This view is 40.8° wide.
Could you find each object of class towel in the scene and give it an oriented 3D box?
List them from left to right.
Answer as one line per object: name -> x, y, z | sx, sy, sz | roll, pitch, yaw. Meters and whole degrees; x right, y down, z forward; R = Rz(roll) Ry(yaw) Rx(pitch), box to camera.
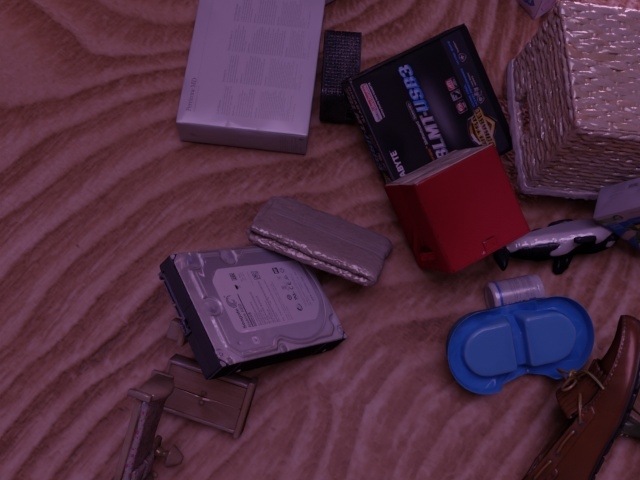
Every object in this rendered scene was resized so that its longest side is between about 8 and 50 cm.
towel -> 0.000, 0.000, 1.745 | 0.282, 0.049, 0.187 | 22, 28, 5

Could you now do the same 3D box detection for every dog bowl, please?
dog bowl -> 0.385, 0.199, 1.698 | 0.298, 0.074, 0.165 | -12, 97, -7

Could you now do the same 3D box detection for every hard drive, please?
hard drive -> -0.122, 0.121, 1.634 | 0.339, 0.064, 0.236 | -5, 60, -47

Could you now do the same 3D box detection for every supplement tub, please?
supplement tub -> 0.397, 0.111, 1.762 | 0.107, 0.071, 0.071 | -11, 70, -5

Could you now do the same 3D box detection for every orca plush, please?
orca plush -> 0.492, 0.030, 1.781 | 0.287, 0.151, 0.102 | -16, 106, -23

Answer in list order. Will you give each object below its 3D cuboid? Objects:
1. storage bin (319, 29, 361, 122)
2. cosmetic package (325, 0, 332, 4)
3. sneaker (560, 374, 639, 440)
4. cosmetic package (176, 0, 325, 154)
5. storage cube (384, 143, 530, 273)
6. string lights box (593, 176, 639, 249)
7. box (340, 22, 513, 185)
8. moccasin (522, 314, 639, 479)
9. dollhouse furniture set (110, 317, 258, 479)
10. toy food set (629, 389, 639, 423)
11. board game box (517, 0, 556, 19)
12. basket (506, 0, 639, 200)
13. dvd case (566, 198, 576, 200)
storage bin -> 0.044, -0.362, 1.904 | 0.085, 0.122, 0.180 | 3, 69, -1
cosmetic package -> 0.058, -0.817, 1.971 | 0.394, 0.329, 0.327 | -32, 74, -14
sneaker -> 0.557, 0.352, 1.685 | 0.192, 0.064, 0.086 | 38, 86, 8
cosmetic package -> -0.149, -0.391, 1.922 | 0.285, 0.097, 0.377 | 8, 68, -1
storage cube -> 0.269, -0.064, 1.730 | 0.215, 0.184, 0.193 | -26, 99, -12
string lights box -> 0.695, -0.028, 1.737 | 0.260, 0.133, 0.076 | 30, 66, -22
box -> 0.233, -0.268, 1.837 | 0.293, 0.073, 0.295 | -27, 101, -14
moccasin -> 0.492, 0.309, 1.603 | 0.147, 0.139, 0.379 | 25, 107, 16
dollhouse furniture set -> -0.233, 0.299, 1.500 | 0.174, 0.355, 0.303 | 17, 99, 5
toy food set -> 0.657, 0.322, 1.686 | 0.132, 0.038, 0.192 | 39, 45, 23
board game box -> 0.451, -0.719, 1.956 | 0.066, 0.318, 0.318 | -32, 74, -14
basket -> 0.592, -0.277, 1.768 | 0.332, 0.266, 0.328 | 5, 66, -11
dvd case -> 0.653, -0.173, 1.906 | 0.239, 0.029, 0.179 | 0, 68, -3
